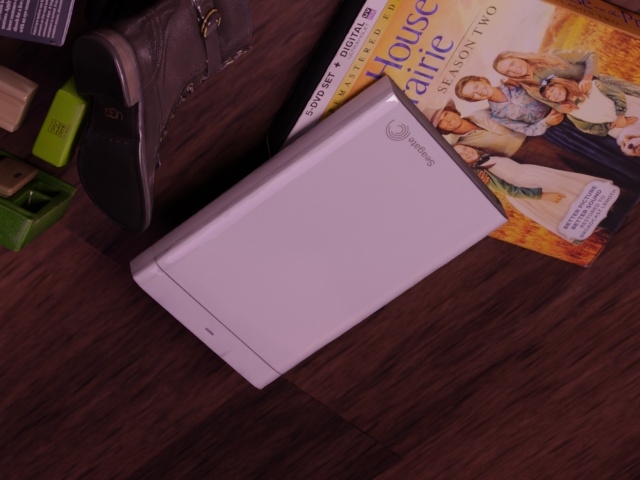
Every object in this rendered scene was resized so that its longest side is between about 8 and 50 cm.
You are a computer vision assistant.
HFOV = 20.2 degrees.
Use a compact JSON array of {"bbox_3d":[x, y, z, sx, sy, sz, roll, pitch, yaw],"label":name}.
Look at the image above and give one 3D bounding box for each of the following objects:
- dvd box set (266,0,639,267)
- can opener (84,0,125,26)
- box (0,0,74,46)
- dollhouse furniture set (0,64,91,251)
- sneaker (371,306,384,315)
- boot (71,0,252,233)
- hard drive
[{"bbox_3d":[0.193,-0.149,1.969,0.420,0.062,0.308,18,124,-22],"label":"dvd box set"},{"bbox_3d":[-0.196,-0.294,1.806,0.059,0.073,0.186,-25,147,-41],"label":"can opener"},{"bbox_3d":[-0.336,-0.286,1.720,0.207,0.153,0.108,9,128,-14],"label":"box"},{"bbox_3d":[-0.388,-0.153,1.881,0.301,0.151,0.198,27,109,0],"label":"dollhouse furniture set"},{"bbox_3d":[0.019,0.012,2.073,0.106,0.078,0.234,-20,130,0],"label":"sneaker"},{"bbox_3d":[-0.144,-0.157,1.826,0.091,0.229,0.263,24,133,27],"label":"boot"},{"bbox_3d":[0.000,0.000,1.976,0.353,0.047,0.233,-35,126,14],"label":"hard drive"}]
